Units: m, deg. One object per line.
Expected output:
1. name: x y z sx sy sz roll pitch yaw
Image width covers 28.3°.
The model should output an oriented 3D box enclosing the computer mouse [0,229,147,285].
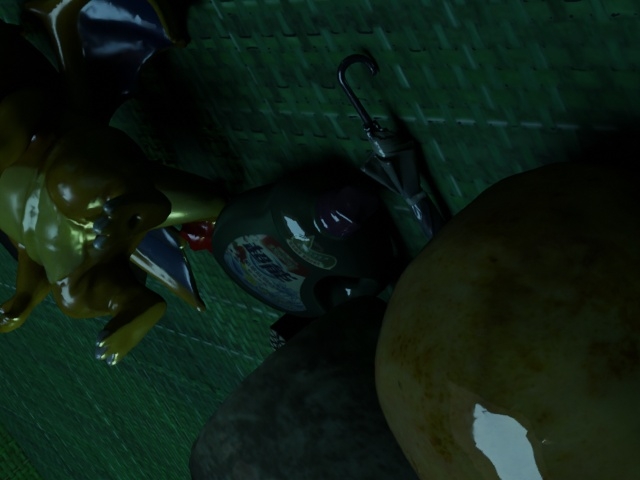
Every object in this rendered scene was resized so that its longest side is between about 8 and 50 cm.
1. computer mouse: -0.327 -0.044 1.447 0.323 0.116 0.183 47 171 10

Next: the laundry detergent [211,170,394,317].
1. laundry detergent: 0.000 0.000 1.056 0.144 0.078 0.222 38 154 -14

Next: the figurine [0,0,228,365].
1. figurine: -0.270 -0.069 1.182 0.387 0.268 0.401 34 156 25

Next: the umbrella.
1. umbrella: 0.073 -0.019 0.949 0.269 0.044 0.044 61 -177 -23

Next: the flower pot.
1. flower pot: 0.072 0.231 1.018 0.330 0.294 0.293 45 155 13

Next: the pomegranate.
1. pomegranate: 0.150 0.088 0.751 0.252 0.229 0.270 51 161 -1

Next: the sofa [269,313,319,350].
1. sofa: 0.010 0.110 1.212 0.118 0.060 0.039 37 149 25
